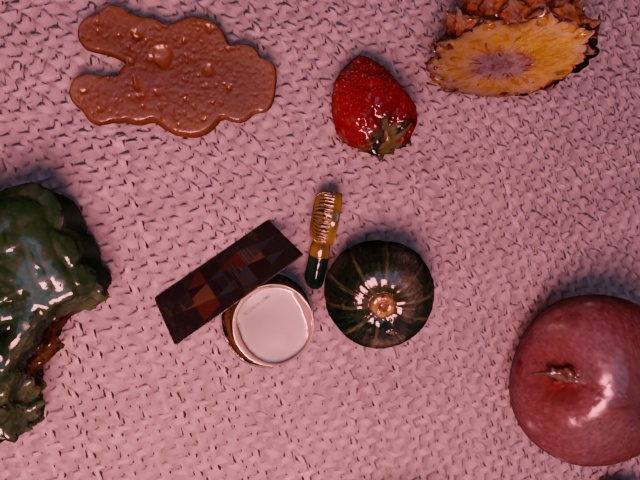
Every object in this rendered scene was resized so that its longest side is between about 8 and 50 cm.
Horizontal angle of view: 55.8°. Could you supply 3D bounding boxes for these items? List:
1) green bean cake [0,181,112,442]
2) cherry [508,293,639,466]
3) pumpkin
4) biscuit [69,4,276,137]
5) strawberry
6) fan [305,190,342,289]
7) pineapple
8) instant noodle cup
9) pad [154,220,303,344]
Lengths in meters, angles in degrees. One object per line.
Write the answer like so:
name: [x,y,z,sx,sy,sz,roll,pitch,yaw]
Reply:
green bean cake: [-0.433,0.109,0.795,0.307,0.169,0.300,-24,92,-10]
cherry: [0.429,0.214,0.933,0.307,0.221,0.261,17,95,-23]
pumpkin: [0.087,0.081,0.912,0.167,0.125,0.167,-3,106,-12]
biscuit: [-0.214,-0.244,0.902,0.294,0.044,0.186,9,91,-9]
strawberry: [0.073,-0.201,0.923,0.131,0.131,0.148,-31,65,-9]
fan: [0.000,0.000,0.926,0.039,0.082,0.155,9,99,-5]
pineapple: [0.283,-0.392,0.923,0.262,0.262,0.272,2,77,-10]
instant noodle cup: [-0.072,0.119,0.885,0.151,0.122,0.152,1,87,-12]
pad: [-0.137,0.053,0.871,0.211,0.143,0.003,-36,124,-9]
